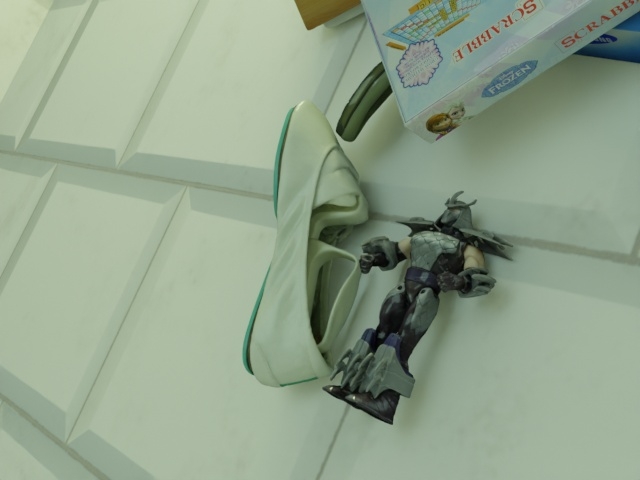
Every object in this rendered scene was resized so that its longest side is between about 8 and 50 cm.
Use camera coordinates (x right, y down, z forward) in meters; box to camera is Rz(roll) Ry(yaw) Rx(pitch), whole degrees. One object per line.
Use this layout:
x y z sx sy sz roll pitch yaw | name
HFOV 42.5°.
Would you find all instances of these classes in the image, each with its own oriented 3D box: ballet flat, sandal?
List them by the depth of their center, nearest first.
0.000 0.000 1.092 0.139 0.139 0.400 -8 65 43 | ballet flat
0.140 -0.244 1.117 0.086 0.120 0.302 41 101 7 | sandal

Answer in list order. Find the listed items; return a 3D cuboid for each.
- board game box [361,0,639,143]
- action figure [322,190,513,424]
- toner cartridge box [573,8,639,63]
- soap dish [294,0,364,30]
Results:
0.197 -0.326 0.964 0.319 0.066 0.317 -31 57 28 | board game box
0.108 0.065 0.946 0.185 0.099 0.285 10 69 57 | action figure
0.417 -0.260 0.848 0.348 0.075 0.165 26 85 50 | toner cartridge box
0.062 -0.508 1.336 0.229 0.118 0.290 -17 53 38 | soap dish
